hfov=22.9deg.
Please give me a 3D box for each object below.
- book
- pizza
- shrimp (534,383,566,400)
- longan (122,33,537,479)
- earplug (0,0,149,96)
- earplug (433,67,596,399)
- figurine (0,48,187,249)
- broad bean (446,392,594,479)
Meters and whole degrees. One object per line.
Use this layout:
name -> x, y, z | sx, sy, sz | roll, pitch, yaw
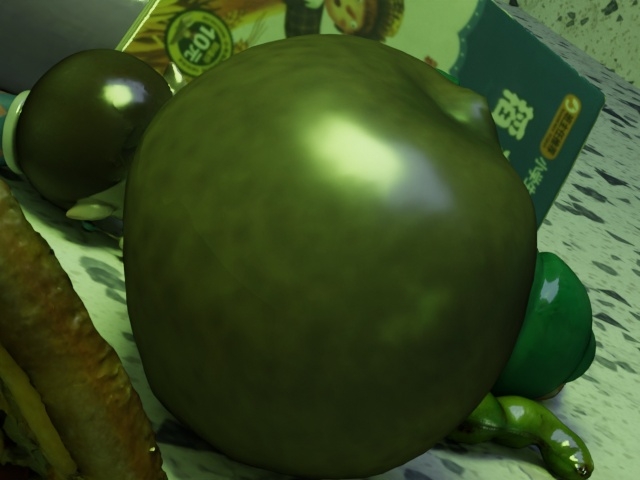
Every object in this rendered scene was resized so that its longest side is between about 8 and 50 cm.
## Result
book -> 0.050, -0.148, 1.475 | 0.428, 0.300, 0.039 | 37, -24, -15
pizza -> -0.196, 0.040, 0.854 | 0.287, 0.251, 0.074 | 31, 54, 32
shrimp -> 0.184, 0.109, 1.459 | 0.099, 0.041, 0.180 | 15, 16, 16
longan -> 0.000, 0.000, 1.088 | 0.288, 0.288, 0.350 | 17, 39, -25
earplug -> -0.117, -0.163, 1.551 | 0.455, 0.215, 0.215 | 27, 18, -7
earplug -> 0.118, 0.015, 1.354 | 0.280, 0.164, 0.257 | 34, 36, -6
figurine -> -0.157, -0.067, 1.320 | 0.275, 0.161, 0.158 | 31, -22, 9
broad bean -> 0.125, 0.140, 1.258 | 0.213, 0.048, 0.070 | 23, 17, -17
